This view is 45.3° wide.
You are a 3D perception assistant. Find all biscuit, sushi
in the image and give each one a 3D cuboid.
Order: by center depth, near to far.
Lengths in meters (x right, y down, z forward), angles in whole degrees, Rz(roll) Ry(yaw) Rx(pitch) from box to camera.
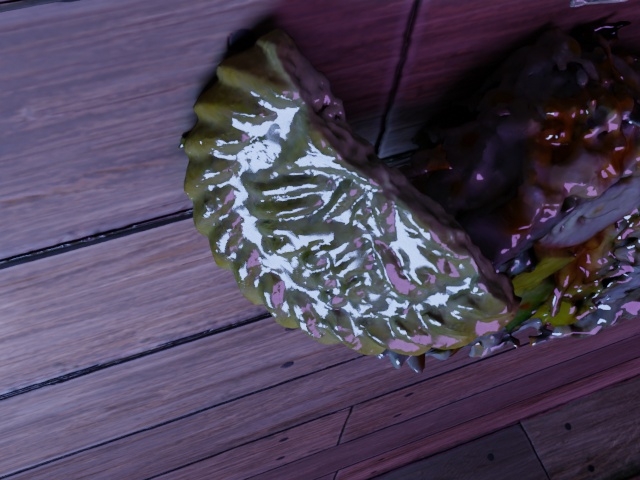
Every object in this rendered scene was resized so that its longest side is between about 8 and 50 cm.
[{"bbox_3d":[0.000,0.000,0.554,0.273,0.036,0.187,43,129,-15],"label":"biscuit"},{"bbox_3d":[0.196,-0.005,0.724,0.417,0.176,0.417,-18,153,-10],"label":"sushi"}]

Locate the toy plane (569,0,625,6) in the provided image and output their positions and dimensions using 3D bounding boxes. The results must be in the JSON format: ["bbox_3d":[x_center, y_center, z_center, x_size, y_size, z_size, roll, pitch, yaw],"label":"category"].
[{"bbox_3d":[0.247,-0.215,0.467,0.262,0.088,0.192,-6,154,-2],"label":"toy plane"}]
